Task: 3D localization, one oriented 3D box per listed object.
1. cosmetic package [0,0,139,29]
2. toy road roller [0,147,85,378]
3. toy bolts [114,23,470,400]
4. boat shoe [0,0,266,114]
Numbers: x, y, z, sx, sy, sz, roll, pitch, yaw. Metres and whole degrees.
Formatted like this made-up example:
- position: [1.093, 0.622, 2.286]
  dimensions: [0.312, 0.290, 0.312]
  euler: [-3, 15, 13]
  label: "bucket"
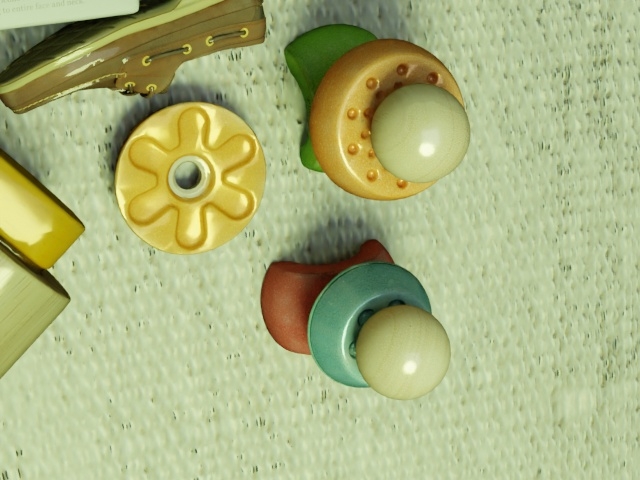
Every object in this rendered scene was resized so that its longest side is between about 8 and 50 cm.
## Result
- position: [-0.176, -0.237, 0.810]
  dimensions: [0.117, 0.085, 0.231]
  euler: [-12, 109, -32]
  label: "cosmetic package"
- position: [-0.279, -0.004, 0.756]
  dimensions: [0.202, 0.240, 0.329]
  euler: [-48, 117, -3]
  label: "toy road roller"
- position: [0.000, 0.000, 0.921]
  dimensions: [0.218, 0.158, 0.228]
  euler: [-19, 112, -17]
  label: "toy bolts"
- position: [-0.111, -0.114, 0.893]
  dimensions: [0.178, 0.064, 0.060]
  euler: [-27, 112, -16]
  label: "boat shoe"
